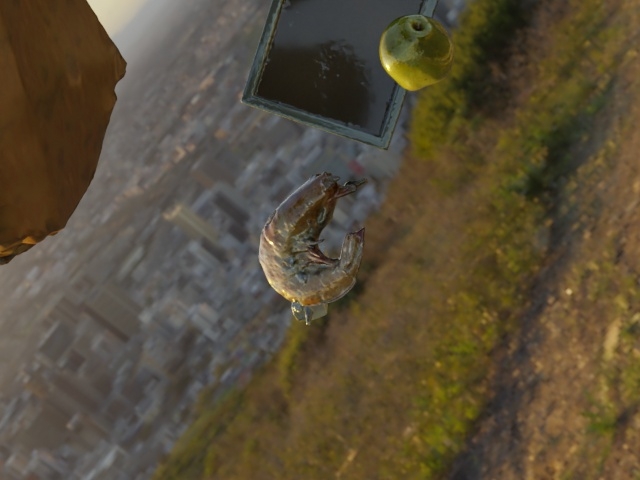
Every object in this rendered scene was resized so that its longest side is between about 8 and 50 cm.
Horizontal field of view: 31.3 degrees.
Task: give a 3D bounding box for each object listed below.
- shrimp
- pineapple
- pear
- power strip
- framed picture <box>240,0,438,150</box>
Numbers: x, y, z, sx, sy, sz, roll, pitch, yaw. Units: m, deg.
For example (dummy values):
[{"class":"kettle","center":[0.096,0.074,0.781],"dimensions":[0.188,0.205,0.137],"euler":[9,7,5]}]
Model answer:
[{"class":"shrimp","center":[0.001,-0.002,1.337],"dimensions":[0.187,0.132,0.052],"euler":[-56,-11,33]},{"class":"pineapple","center":[-0.306,-0.082,0.610],"dimensions":[0.362,0.202,0.202],"euler":[-1,30,10]},{"class":"pear","center":[0.114,-0.225,1.363],"dimensions":[0.092,0.092,0.097],"euler":[-60,-6,-34]},{"class":"power strip","center":[-0.012,0.063,1.653],"dimensions":[0.048,0.030,0.191],"euler":[-15,31,12]},{"class":"framed picture","center":[0.032,-0.279,1.513],"dimensions":[0.017,0.217,0.274],"euler":[-52,-18,-80]}]
